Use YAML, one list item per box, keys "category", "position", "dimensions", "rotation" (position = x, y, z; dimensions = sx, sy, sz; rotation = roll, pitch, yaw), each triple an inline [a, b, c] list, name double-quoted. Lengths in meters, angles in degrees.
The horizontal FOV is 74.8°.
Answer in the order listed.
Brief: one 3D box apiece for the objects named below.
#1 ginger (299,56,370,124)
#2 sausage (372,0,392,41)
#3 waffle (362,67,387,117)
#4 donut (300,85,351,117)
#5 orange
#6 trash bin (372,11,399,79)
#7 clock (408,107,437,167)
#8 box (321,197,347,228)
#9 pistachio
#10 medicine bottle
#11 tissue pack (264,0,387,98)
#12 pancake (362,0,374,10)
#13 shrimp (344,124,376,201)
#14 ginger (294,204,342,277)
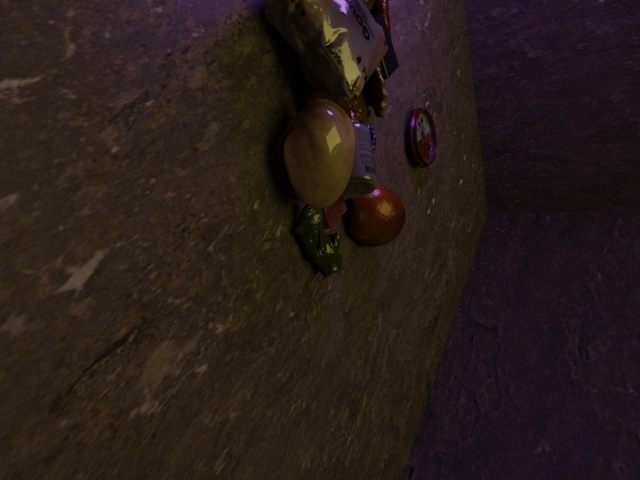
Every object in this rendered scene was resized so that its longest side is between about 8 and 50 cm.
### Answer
- category: "ginger"
  position: [0.082, -0.541, 1.500]
  dimensions: [0.348, 0.122, 0.363]
  rotation: [63, 32, -25]
- category: "sausage"
  position: [0.273, -0.897, 1.815]
  dimensions: [0.103, 0.076, 0.302]
  rotation: [-34, 120, -51]
- category: "waffle"
  position: [0.193, -0.594, 1.596]
  dimensions: [0.291, 0.051, 0.291]
  rotation: [162, -90, -87]
- category: "donut"
  position: [0.020, -0.426, 1.373]
  dimensions: [0.162, 0.178, 0.065]
  rotation: [25, 42, -15]
- category: "orange"
  position: [0.226, -0.101, 1.738]
  dimensions: [0.310, 0.274, 0.274]
  rotation: [123, -23, -77]
- category: "trash bin"
  position: [0.224, -0.788, 1.714]
  dimensions: [0.165, 0.115, 0.226]
  rotation: [-54, 133, -42]
- category: "clock"
  position: [0.540, -0.550, 2.255]
  dimensions: [0.318, 0.080, 0.319]
  rotation: [1, 88, -53]
- category: "box"
  position: [0.031, -0.121, 1.498]
  dimensions: [0.156, 0.060, 0.111]
  rotation: [-46, 126, -45]
- category: "pistachio"
  position: [-0.012, -0.265, 1.276]
  dimensions: [0.238, 0.229, 0.321]
  rotation: [2, 106, -16]
- category: "medicine bottle"
  position: [0.107, -0.306, 1.470]
  dimensions: [0.157, 0.157, 0.289]
  rotation: [25, 55, -55]
- category: "tissue pack"
  position: [0.035, -0.651, 1.285]
  dimensions: [0.375, 0.195, 0.390]
  rotation: [44, 46, -22]
- category: "pancake"
  position: [0.163, -1.035, 1.659]
  dimensions: [0.242, 0.050, 0.242]
  rotation: [-3, 94, -56]
- category: "shrimp"
  position: [0.130, -0.327, 1.643]
  dimensions: [0.233, 0.071, 0.365]
  rotation: [39, 65, -46]
- category: "ginger"
  position: [0.000, 0.004, 1.425]
  dimensions: [0.137, 0.089, 0.290]
  rotation: [-41, 124, -5]
